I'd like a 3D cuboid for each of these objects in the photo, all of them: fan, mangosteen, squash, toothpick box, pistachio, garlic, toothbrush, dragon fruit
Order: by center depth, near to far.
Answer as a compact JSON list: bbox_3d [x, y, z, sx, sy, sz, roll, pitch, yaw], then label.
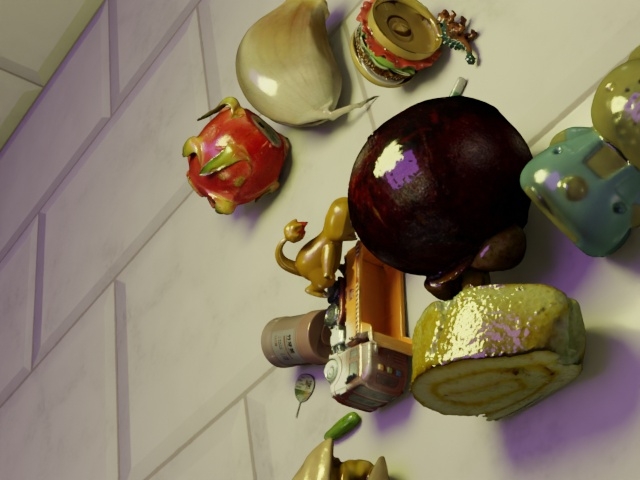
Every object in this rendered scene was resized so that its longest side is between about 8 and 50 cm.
[{"bbox_3d":[0.191,-0.067,1.423,0.293,0.297,0.297,32,99,27],"label":"mangosteen"},{"bbox_3d":[0.016,0.462,1.464,0.188,0.188,0.299,-4,62,54],"label":"pistachio"},{"bbox_3d":[0.035,0.321,1.644,0.089,0.027,0.027,-46,39,32],"label":"squash"},{"bbox_3d":[0.199,-0.170,1.701,0.257,0.018,0.024,-66,27,4],"label":"toothbrush"},{"bbox_3d":[-0.028,0.179,1.745,0.149,0.098,0.098,-14,60,52],"label":"toothpick box"},{"bbox_3d":[-0.029,0.280,1.775,0.060,0.003,0.080,-36,44,40],"label":"fan"},{"bbox_3d":[-0.048,-0.333,2.039,0.246,0.231,0.340,-21,61,-7],"label":"garlic"},{"bbox_3d":[-0.190,-0.176,2.078,0.227,0.224,0.224,-36,41,11],"label":"dragon fruit"}]

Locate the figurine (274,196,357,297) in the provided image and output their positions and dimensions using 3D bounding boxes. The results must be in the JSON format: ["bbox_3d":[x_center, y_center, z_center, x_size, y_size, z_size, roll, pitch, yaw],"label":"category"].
[{"bbox_3d":[-0.002,-0.003,1.612,0.176,0.122,0.121,-57,20,22],"label":"figurine"}]

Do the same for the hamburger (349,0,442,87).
[{"bbox_3d":[0.133,-0.363,1.787,0.137,0.175,0.175,130,146,-54],"label":"hamburger"}]

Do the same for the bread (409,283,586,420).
[{"bbox_3d":[0.247,0.147,1.307,0.257,0.186,0.124,-28,45,36],"label":"bread"}]

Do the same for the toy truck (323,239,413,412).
[{"bbox_3d":[0.083,0.141,1.606,0.135,0.114,0.270,-37,42,45],"label":"toy truck"}]

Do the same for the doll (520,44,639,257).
[{"bbox_3d":[0.398,-0.117,1.248,0.260,0.161,0.177,-46,68,17],"label":"doll"}]

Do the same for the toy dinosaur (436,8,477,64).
[{"bbox_3d":[0.244,-0.367,1.719,0.055,0.049,0.154,-44,46,27],"label":"toy dinosaur"}]
